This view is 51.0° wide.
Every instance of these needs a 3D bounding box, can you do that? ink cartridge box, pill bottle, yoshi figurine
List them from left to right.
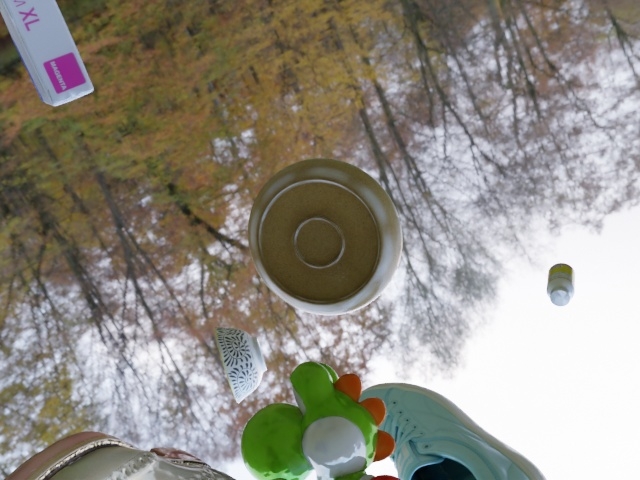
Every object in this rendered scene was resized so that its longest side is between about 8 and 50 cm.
[{"bbox_3d":[-0.382,-0.278,0.901,0.065,0.186,0.311,-27,-159,-19],"label":"ink cartridge box"},{"bbox_3d":[0.008,0.343,0.857,0.203,0.362,0.203,-12,156,-21],"label":"yoshi figurine"},{"bbox_3d":[0.386,0.072,1.076,0.043,0.043,0.083,-12,-159,27],"label":"pill bottle"}]

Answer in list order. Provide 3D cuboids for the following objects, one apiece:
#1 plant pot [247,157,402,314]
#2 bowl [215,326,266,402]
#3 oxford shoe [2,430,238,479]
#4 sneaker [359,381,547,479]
[{"bbox_3d":[0.000,0.000,0.976,0.236,0.236,0.032,-18,-173,17],"label":"plant pot"},{"bbox_3d":[-0.163,0.253,1.433,0.080,0.170,0.170,-17,-157,-6],"label":"bowl"},{"bbox_3d":[-0.128,0.238,0.527,0.146,0.397,0.141,16,-97,16],"label":"oxford shoe"},{"bbox_3d":[0.157,0.312,1.004,0.150,0.135,0.366,9,-174,-43],"label":"sneaker"}]
